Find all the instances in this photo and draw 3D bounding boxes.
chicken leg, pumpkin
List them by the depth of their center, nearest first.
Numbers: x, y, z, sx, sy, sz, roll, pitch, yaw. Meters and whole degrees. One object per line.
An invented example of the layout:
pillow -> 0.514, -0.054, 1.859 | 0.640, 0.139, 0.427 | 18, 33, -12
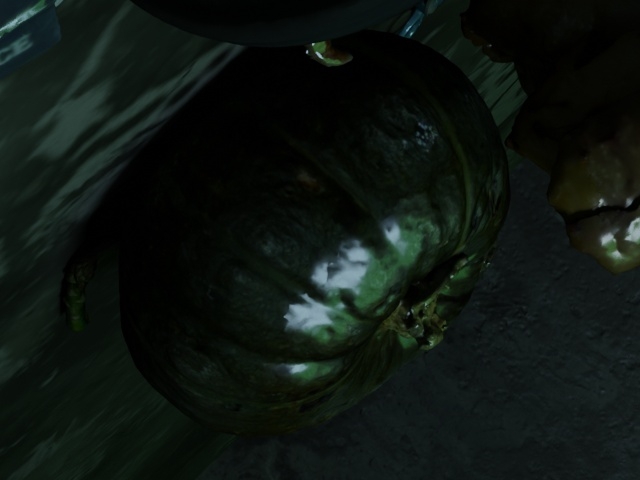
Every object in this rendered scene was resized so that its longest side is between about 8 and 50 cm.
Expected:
pumpkin -> 0.000, 0.000, 0.939 | 0.224, 0.157, 0.223 | -44, 163, -17
chicken leg -> 0.233, -0.093, 0.954 | 0.409, 0.182, 0.295 | 2, -139, 40

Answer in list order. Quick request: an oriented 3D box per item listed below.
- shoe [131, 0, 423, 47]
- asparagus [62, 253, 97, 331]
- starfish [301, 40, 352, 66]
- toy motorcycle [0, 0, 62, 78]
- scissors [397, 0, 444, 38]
shoe -> 0.041, -0.145, 0.482 | 0.241, 0.108, 0.093 | -48, 169, 12
asparagus -> -0.124, 0.027, 0.983 | 0.015, 0.014, 0.114 | -42, 174, -18
starfish -> 0.064, -0.158, 0.762 | 0.238, 0.057, 0.213 | -41, -179, -10
toy motorcycle -> -0.027, -0.106, 0.346 | 0.221, 0.102, 0.150 | -37, 164, -12
scissors -> 0.061, -0.136, 1.059 | 0.058, 0.014, 0.119 | -47, 177, -4
